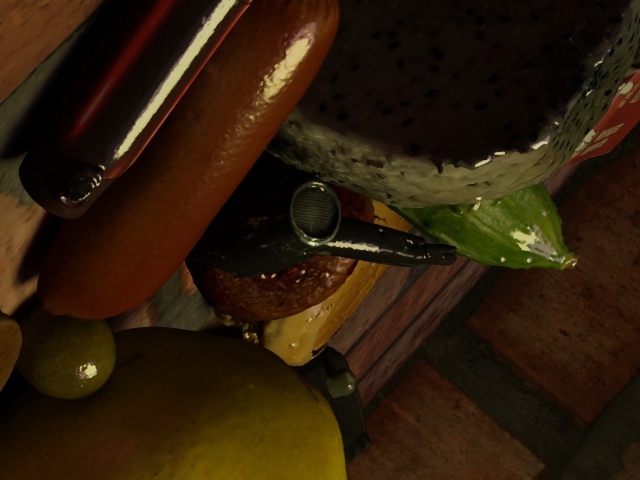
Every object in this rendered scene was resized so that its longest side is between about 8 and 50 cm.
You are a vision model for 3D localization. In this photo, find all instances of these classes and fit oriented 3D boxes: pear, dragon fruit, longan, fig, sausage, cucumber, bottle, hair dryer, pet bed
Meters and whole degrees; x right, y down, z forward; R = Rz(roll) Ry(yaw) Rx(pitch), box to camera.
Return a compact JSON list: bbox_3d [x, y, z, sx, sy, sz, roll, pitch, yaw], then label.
[{"bbox_3d":[-0.144,0.196,1.373,0.336,0.285,0.285,2,136,-35],"label":"pear"},{"bbox_3d":[0.092,-0.132,1.274,0.283,0.221,0.204,-51,164,-9],"label":"dragon fruit"},{"bbox_3d":[-0.178,0.074,1.284,0.083,0.075,0.075,-8,-177,18],"label":"longan"},{"bbox_3d":[-0.027,-0.036,1.445,0.146,0.134,0.201,-23,-156,20],"label":"fig"},{"bbox_3d":[-0.084,-0.053,1.161,0.300,0.083,0.089,-55,177,32],"label":"sausage"},{"bbox_3d":[0.116,-0.056,1.587,0.134,0.244,0.134,-49,176,-4],"label":"cucumber"},{"bbox_3d":[-0.102,-0.085,1.035,0.164,0.060,0.060,-52,170,15],"label":"bottle"},{"bbox_3d":[0.000,0.000,1.302,0.195,0.219,0.075,-6,-104,54],"label":"hair dryer"},{"bbox_3d":[-0.049,0.168,1.836,0.159,0.183,0.211,-50,171,9],"label":"pet bed"}]

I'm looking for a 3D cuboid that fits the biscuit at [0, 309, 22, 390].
[{"bbox_3d":[-0.250,0.102,1.100,0.181,0.049,0.208,-45,169,-26],"label":"biscuit"}]

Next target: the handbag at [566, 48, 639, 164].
[{"bbox_3d":[0.239,-0.177,1.902,0.151,0.171,0.298,-50,167,21],"label":"handbag"}]

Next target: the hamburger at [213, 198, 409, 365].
[{"bbox_3d":[-0.005,0.013,1.706,0.214,0.108,0.214,-53,170,-13],"label":"hamburger"}]
